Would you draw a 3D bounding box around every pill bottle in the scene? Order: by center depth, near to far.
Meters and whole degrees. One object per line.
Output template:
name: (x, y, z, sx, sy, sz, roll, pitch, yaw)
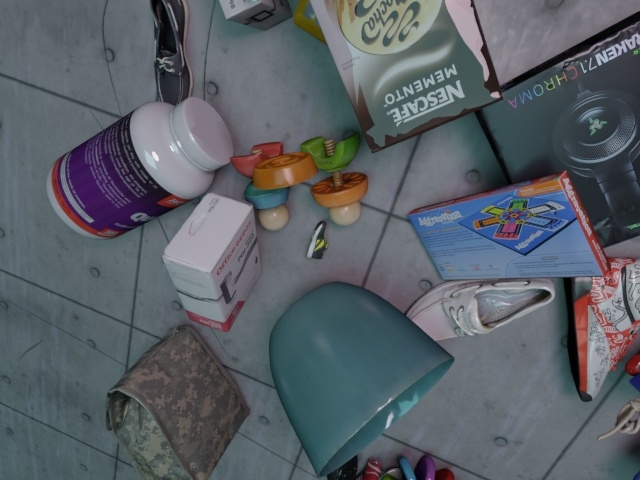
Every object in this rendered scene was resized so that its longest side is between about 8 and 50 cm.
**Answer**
pill bottle: (-0.326, -0.132, 0.767, 0.323, 0.181, 0.182, -21, 103, 22)

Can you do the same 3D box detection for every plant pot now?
plant pot: (0.047, 0.217, 0.746, 0.235, 0.293, 0.293, 48, 119, 29)

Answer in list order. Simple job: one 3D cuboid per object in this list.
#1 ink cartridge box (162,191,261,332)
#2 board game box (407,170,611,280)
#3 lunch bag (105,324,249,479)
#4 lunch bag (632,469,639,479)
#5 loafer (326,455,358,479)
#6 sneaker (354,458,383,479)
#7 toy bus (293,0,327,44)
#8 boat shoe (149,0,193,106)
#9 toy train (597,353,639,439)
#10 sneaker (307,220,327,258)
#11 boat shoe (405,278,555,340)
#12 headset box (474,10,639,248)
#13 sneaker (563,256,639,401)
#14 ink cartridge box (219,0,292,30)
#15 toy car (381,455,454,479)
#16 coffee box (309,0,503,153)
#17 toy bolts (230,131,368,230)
ink cartridge box: (-0.185, 0.044, 0.762, 0.092, 0.159, 0.218, 17, 144, 11)
board game box: (0.265, -0.006, 0.641, 0.145, 0.027, 0.281, 58, 153, -11)
lunch bag: (-0.321, 0.361, 0.922, 0.169, 0.235, 0.287, -17, 105, 23)
lunch bag: (0.684, 0.360, 0.673, 0.243, 0.115, 0.303, 16, 115, -15)
loafer: (0.040, 0.487, 0.965, 0.078, 0.076, 0.223, 22, 119, 48)
sneaker: (0.110, 0.559, 0.990, 0.042, 0.067, 0.118, 33, 145, -1)
toy bus: (0.081, -0.330, 0.621, 0.332, 0.108, 0.130, 33, 117, 1)
boat shoe: (-0.276, -0.330, 0.743, 0.075, 0.065, 0.206, 12, 113, 11)
toy train: (0.557, 0.249, 0.674, 0.248, 0.105, 0.143, -46, 130, 11)
sneaker: (0.000, 0.000, 0.814, 0.035, 0.031, 0.083, 17, 119, -6)
boat shoe: (0.271, 0.122, 0.743, 0.277, 0.096, 0.098, -31, 101, 24)
headset box: (0.392, -0.130, 0.596, 0.246, 0.131, 0.283, -24, 103, 23)
sneaker: (0.499, 0.154, 0.696, 0.145, 0.090, 0.270, -7, 105, 20)
ink cartridge box: (-0.112, -0.383, 0.614, 0.060, 0.180, 0.104, -15, 105, 20)
toy car: (0.225, 0.544, 0.905, 0.182, 0.159, 0.136, 29, 80, 4)
coffee box: (0.090, -0.282, 0.510, 0.168, 0.119, 0.297, -20, 105, 21)
toy bolts: (-0.051, -0.076, 0.716, 0.228, 0.218, 0.159, 4, 119, 33)
